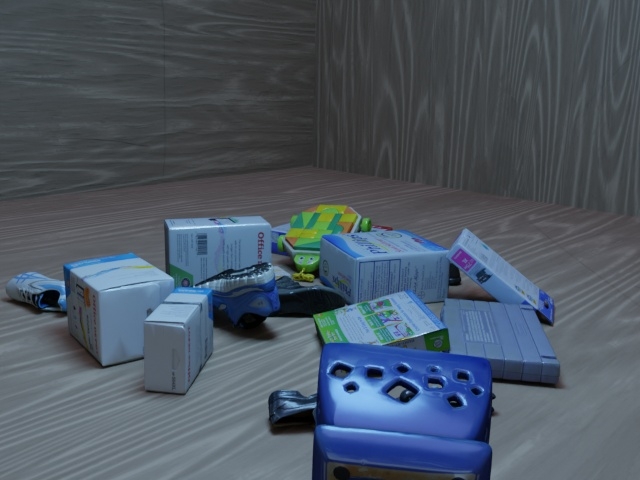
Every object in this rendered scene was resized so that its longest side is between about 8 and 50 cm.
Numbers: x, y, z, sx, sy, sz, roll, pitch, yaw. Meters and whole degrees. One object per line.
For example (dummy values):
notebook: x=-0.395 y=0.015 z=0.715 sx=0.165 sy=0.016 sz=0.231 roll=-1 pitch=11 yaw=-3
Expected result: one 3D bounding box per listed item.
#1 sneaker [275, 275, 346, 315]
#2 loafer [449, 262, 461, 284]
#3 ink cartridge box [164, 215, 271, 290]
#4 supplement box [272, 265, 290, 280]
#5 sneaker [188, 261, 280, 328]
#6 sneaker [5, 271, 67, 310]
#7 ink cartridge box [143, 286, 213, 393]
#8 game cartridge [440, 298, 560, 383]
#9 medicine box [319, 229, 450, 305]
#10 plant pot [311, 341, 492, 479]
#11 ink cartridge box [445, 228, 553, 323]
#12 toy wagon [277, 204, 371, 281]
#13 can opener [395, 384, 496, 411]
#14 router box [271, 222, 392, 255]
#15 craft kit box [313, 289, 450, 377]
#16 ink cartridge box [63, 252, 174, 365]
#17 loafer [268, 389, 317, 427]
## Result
sneaker: x=-0.048 y=0.139 z=1.675 sx=0.227 sy=0.087 sz=0.130 roll=-3 pitch=20 yaw=4
loafer: x=0.352 y=0.072 z=2.003 sx=0.080 sy=0.078 sz=0.220 roll=-9 pitch=18 yaw=-36
ink cartridge box: x=-0.284 y=0.043 z=1.793 sx=0.278 sy=0.201 sz=0.117 roll=-3 pitch=15 yaw=-18
supplement box: x=-0.135 y=0.107 z=1.897 sx=0.062 sy=0.036 sz=0.098 roll=-5 pitch=15 yaw=-26
sneaker: x=-0.214 y=0.150 z=1.563 sx=0.130 sy=0.147 sz=0.330 roll=-25 pitch=9 yaw=-38
sneaker: x=-0.713 y=0.134 z=1.639 sx=0.237 sy=0.085 sz=0.086 roll=4 pitch=21 yaw=23
ink cartridge box: x=-0.281 y=0.194 z=1.303 sx=0.086 sy=0.148 sz=0.203 roll=4 pitch=14 yaw=6
game cartridge: x=0.390 y=0.220 z=1.469 sx=0.230 sy=0.068 sz=0.355 roll=0 pitch=14 yaw=10
medicine box: x=0.176 y=0.075 z=1.831 sx=0.289 sy=0.149 sz=0.263 roll=-3 pitch=15 yaw=-21
plant pot: x=0.099 y=0.288 z=0.824 sx=0.236 sy=0.236 sz=0.212 roll=4 pitch=20 yaw=8
ink cartridge box: x=0.479 y=0.103 z=1.720 sx=0.311 sy=0.065 sz=0.186 roll=38 pitch=22 yaw=7
toy wagon: x=0.000 y=0.000 z=2.030 sx=0.267 sy=0.068 sz=0.344 roll=3 pitch=35 yaw=21
can opener: x=0.228 y=0.288 z=1.170 sx=0.186 sy=0.059 sz=0.073 roll=0 pitch=14 yaw=-7
router box: x=0.037 y=-0.003 z=2.260 sx=0.335 sy=0.082 sz=0.301 roll=10 pitch=16 yaw=30
craft kit box: x=0.124 y=0.198 z=1.424 sx=0.246 sy=0.061 sz=0.250 roll=-11 pitch=16 yaw=-7
ink cartridge box: x=-0.445 y=0.145 z=1.434 sx=0.168 sy=0.171 sz=0.232 roll=-9 pitch=17 yaw=-36
loafer: x=-0.007 y=0.300 z=1.124 sx=0.170 sy=0.062 sz=0.061 roll=-2 pitch=36 yaw=0
